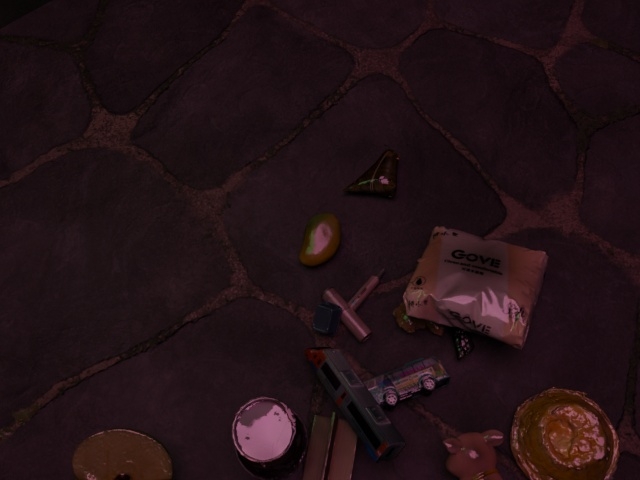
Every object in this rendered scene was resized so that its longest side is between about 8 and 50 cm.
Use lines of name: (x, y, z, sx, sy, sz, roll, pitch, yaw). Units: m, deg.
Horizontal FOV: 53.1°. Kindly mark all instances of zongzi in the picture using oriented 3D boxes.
zongzi: (0.176, -0.239, 2.202, 0.184, 0.084, 0.187, 1, 57, 13)

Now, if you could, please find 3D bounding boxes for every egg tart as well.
egg tart: (0.686, 0.556, 1.776, 0.315, 0.120, 0.315, -1, 64, 2)

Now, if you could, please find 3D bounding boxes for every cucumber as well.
cucumber: (0.411, 0.243, 1.966, 0.067, 0.067, 0.245, -12, 64, -4)

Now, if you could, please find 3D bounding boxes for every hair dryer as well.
hair dryer: (0.147, 0.188, 2.016, 0.220, 0.053, 0.195, -33, 68, -20)

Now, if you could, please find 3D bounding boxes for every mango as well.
mango: (0.004, -0.001, 2.090, 0.122, 0.085, 0.191, 13, 75, -3)

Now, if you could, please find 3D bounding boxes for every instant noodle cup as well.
instant noodle cup: (-0.145, 0.538, 1.765, 0.217, 0.207, 0.217, -1, 63, 2)

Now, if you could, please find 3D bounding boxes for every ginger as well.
ginger: (0.298, 0.251, 1.962, 0.165, 0.067, 0.096, 25, 46, 13)

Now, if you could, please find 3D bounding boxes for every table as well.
table: (0.028, 0.597, 1.760, 0.167, 0.167, 0.227, 9, 61, 6)

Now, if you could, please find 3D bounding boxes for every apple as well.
apple: (-0.532, 0.665, 1.703, 0.258, 0.233, 0.295, 5, 52, -17)

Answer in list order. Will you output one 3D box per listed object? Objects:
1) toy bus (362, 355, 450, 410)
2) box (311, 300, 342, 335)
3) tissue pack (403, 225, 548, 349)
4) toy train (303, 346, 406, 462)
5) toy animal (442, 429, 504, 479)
toy bus: (0.244, 0.425, 1.873, 0.261, 0.091, 0.109, -18, 58, -9)
box: (0.016, 0.240, 1.958, 0.074, 0.054, 0.099, 15, 94, 26)
tissue pack: (0.467, 0.133, 1.922, 0.375, 0.195, 0.390, 17, 45, 13)
toy train: (0.089, 0.433, 1.802, 0.089, 0.086, 0.409, -57, 47, 21)
toy animal: (0.424, 0.648, 1.734, 0.165, 0.149, 0.248, -9, 75, -19)
